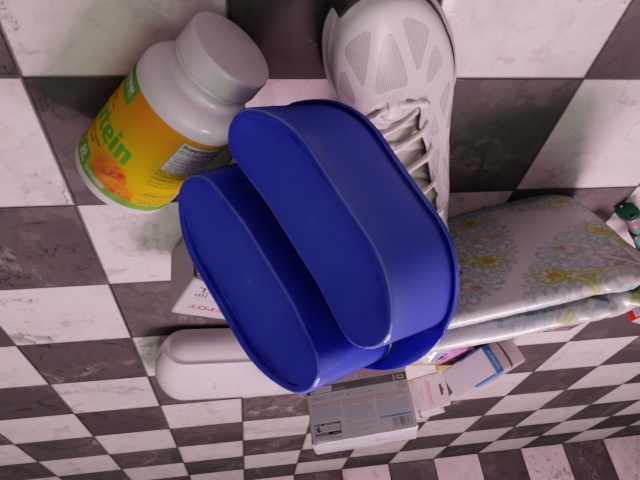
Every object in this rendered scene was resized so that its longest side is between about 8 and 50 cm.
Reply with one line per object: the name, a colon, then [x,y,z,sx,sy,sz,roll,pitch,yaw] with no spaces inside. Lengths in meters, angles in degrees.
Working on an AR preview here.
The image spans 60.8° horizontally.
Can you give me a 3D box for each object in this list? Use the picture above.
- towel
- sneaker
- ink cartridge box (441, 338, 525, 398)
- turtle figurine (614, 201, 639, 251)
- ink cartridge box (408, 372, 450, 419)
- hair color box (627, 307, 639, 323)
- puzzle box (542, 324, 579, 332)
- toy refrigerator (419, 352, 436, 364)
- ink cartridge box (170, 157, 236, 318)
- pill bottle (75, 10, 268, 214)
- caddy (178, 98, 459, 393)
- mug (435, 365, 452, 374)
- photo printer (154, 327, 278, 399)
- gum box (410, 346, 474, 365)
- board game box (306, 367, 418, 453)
towel: [0.297,0.045,0.899,0.374,0.320,0.090,-15,115,8]
sneaker: [0.124,-0.089,0.700,0.169,0.258,0.447,-14,146,7]
ink cartridge box: [0.456,0.351,1.517,0.203,0.086,0.148,-1,143,-48]
turtle figurine: [0.642,0.039,1.104,0.234,0.118,0.175,42,79,-28]
ink cartridge box: [0.326,0.511,1.768,0.198,0.115,0.067,-23,143,21]
hair color box: [0.924,0.204,1.516,0.141,0.043,0.072,16,139,-31]
puzzle box: [0.486,0.159,1.272,0.408,0.052,0.272,-2,154,-15]
toy refrigerator: [0.111,0.113,1.032,0.269,0.094,0.102,28,114,-3]
ink cartridge box: [-0.098,0.016,0.921,0.223,0.129,0.307,13,141,-29]
pill bottle: [-0.177,-0.148,0.653,0.136,0.136,0.245,23,135,-38]
caddy: [0.000,0.000,0.623,0.241,0.341,0.179,-41,165,36]
mug: [0.378,0.369,1.636,0.064,0.078,0.062,-27,176,39]
photo printer: [-0.246,0.305,1.336,0.307,0.107,0.256,1,145,-15]
gum box: [0.315,0.293,1.488,0.188,0.062,0.107,3,145,-18]
board game box: [0.075,0.298,1.223,0.223,0.303,0.097,-9,147,2]
